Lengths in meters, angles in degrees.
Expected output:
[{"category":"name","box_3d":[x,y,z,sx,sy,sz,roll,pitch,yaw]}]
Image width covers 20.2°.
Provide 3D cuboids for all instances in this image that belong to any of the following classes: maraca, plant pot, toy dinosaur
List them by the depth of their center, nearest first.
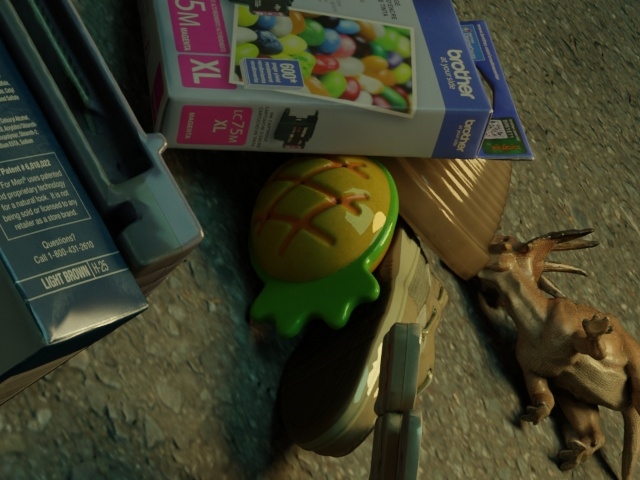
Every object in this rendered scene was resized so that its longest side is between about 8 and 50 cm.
[{"category":"maraca","box_3d":[0.000,0.000,1.409,0.186,0.127,0.099,-84,151,-41]},{"category":"plant pot","box_3d":[0.095,-0.088,1.573,0.237,0.109,0.237,50,7,-8]},{"category":"toy dinosaur","box_3d":[0.250,0.098,1.708,0.296,0.127,0.200,49,22,-27]}]

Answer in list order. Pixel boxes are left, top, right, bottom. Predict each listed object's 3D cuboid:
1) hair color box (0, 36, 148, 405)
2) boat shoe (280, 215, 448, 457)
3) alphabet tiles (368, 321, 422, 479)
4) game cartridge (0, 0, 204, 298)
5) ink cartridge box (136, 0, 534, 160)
[{"category":"hair color box","box_3d":[-0.260,-0.065,1.006,0.347,0.174,0.105,61,29,5]},{"category":"boat shoe","box_3d":[0.049,0.088,1.415,0.098,0.109,0.302,49,24,-13]},{"category":"alphabet tiles","box_3d":[0.039,0.197,1.157,0.278,0.021,0.284,99,-4,-83]},{"category":"game cartridge","box_3d":[-0.201,-0.115,1.114,0.068,0.230,0.355,-27,85,-22]},{"category":"ink cartridge box","box_3d":[0.014,-0.148,1.450,0.311,0.065,0.186,3,44,-16]}]
